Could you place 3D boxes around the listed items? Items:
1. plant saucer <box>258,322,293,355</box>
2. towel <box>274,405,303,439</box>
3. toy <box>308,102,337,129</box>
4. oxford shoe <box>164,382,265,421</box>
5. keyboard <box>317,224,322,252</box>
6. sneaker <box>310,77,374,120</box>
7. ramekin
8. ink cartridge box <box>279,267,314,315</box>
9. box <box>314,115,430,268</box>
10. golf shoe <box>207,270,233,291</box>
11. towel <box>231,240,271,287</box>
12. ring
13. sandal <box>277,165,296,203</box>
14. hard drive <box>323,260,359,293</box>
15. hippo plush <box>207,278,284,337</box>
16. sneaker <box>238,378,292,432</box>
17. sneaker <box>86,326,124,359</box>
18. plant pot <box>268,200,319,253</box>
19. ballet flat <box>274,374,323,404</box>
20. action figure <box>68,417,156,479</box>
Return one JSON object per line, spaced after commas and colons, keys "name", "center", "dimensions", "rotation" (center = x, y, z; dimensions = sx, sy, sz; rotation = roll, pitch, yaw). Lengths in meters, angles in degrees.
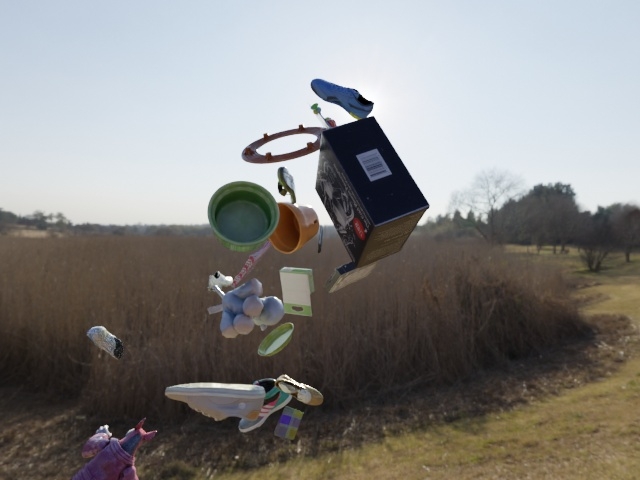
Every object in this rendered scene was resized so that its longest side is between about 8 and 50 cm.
{"name": "plant saucer", "center": [-0.235, 0.549, 2.202], "dimensions": [0.241, 0.037, 0.241], "rotation": [-33, 15, 11]}
{"name": "towel", "center": [-0.088, 0.513, 1.128], "dimensions": [0.060, 0.083, 0.009], "rotation": [23, -5, -8]}
{"name": "toy", "center": [0.037, -0.561, 1.914], "dimensions": [0.237, 0.056, 0.137], "rotation": [41, 11, -44]}
{"name": "oxford shoe", "center": [-0.420, 0.621, 1.555], "dimensions": [0.450, 0.130, 0.169], "rotation": [-3, -11, 22]}
{"name": "keyboard", "center": [0.000, 0.000, 2.443], "dimensions": [0.023, 0.108, 0.180], "rotation": [6, 42, 1]}
{"name": "sneaker", "center": [0.072, -0.455, 1.245], "dimensions": [0.209, 0.069, 0.082], "rotation": [27, -30, -11]}
{"name": "ramekin", "center": [-0.342, -0.097, 1.775], "dimensions": [0.304, 0.303, 0.148], "rotation": [1, -21, -14]}
{"name": "ink cartridge box", "center": [-0.115, 0.261, 2.058], "dimensions": [0.171, 0.235, 0.056], "rotation": [2, 17, 28]}
{"name": "box", "center": [0.137, -0.139, 1.253], "dimensions": [0.179, 0.343, 0.312], "rotation": [-21, -22, -13]}
{"name": "golf shoe", "center": [-0.480, 0.187, 1.948], "dimensions": [0.069, 0.085, 0.176], "rotation": [-2, 7, 16]}
{"name": "towel", "center": [-0.279, 0.094, 1.608], "dimensions": [0.197, 0.029, 0.144], "rotation": [-48, 1, 34]}
{"name": "ring", "center": [-0.121, -0.351, 1.427], "dimensions": [0.337, 0.032, 0.336], "rotation": [-9, 31, 5]}
{"name": "sandal", "center": [-0.180, -0.279, 2.013], "dimensions": [0.086, 0.120, 0.303], "rotation": [-10, -21, 8]}
{"name": "hard drive", "center": [0.201, 0.199, 2.503], "dimensions": [0.339, 0.064, 0.237], "rotation": [-19, -26, -32]}
{"name": "hippo plush", "center": [-0.287, 0.311, 1.668], "dimensions": [0.294, 0.234, 0.237], "rotation": [-16, -36, 35]}
{"name": "sneaker", "center": [-0.296, 0.779, 1.944], "dimensions": [0.296, 0.178, 0.124], "rotation": [-35, 25, -16]}
{"name": "sneaker", "center": [-1.100, 0.527, 2.069], "dimensions": [0.086, 0.237, 0.085], "rotation": [-11, 36, 17]}
{"name": "plant pot", "center": [-0.145, -0.089, 2.268], "dimensions": [0.291, 0.290, 0.204], "rotation": [2, 14, 42]}
{"name": "ballet flat", "center": [-0.101, 0.667, 1.766], "dimensions": [0.232, 0.080, 0.073], "rotation": [15, 5, 27]}
{"name": "action figure", "center": [-0.579, 0.602, 0.997], "dimensions": [0.248, 0.370, 0.275], "rotation": [32, -22, 17]}
